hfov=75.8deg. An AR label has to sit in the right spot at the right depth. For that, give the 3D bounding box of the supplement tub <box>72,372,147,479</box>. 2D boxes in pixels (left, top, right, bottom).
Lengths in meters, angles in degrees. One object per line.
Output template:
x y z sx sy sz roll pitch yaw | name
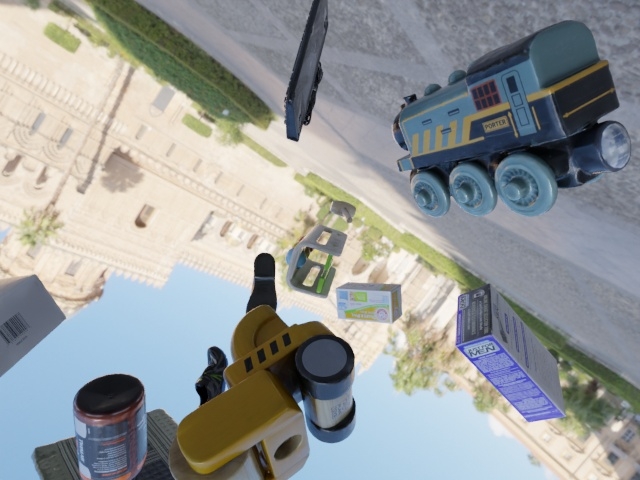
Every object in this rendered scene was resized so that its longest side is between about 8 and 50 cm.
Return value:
-0.344 0.329 0.682 0.106 0.197 0.106 7 -161 -2 | supplement tub

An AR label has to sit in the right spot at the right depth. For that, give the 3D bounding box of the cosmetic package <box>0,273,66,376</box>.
-0.746 0.196 0.889 0.224 0.225 0.138 -67 -36 -57 | cosmetic package

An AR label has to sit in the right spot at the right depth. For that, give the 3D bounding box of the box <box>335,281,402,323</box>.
0.166 0.208 1.398 0.203 0.114 0.103 -1 -173 31 | box

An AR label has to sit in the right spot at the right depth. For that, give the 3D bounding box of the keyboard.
-0.025 -0.332 0.803 0.033 0.316 0.201 10 157 7 | keyboard

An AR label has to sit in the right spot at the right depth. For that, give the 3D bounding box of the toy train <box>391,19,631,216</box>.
0.217 -0.138 0.547 0.190 0.142 0.334 67 161 -11 | toy train

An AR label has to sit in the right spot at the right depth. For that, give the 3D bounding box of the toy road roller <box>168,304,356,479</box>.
-0.104 0.261 0.704 0.241 0.330 0.202 37 145 40 | toy road roller

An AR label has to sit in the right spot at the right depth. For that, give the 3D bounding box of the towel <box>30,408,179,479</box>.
-0.423 0.507 0.909 0.312 0.056 0.324 -2 -166 -45 | towel

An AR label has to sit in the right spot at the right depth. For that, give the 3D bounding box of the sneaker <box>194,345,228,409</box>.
-0.299 0.376 1.118 0.078 0.067 0.188 24 -132 -36 | sneaker

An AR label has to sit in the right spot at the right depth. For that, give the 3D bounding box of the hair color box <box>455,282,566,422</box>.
0.496 0.297 1.081 0.339 0.110 0.185 47 -143 -17 | hair color box

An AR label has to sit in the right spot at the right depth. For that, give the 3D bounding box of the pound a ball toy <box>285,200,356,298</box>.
0.000 0.000 1.118 0.136 0.208 0.319 18 -167 3 | pound a ball toy

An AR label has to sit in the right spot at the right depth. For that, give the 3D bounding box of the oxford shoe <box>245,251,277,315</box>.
-0.147 0.140 1.059 0.076 0.212 0.076 8 170 -7 | oxford shoe
